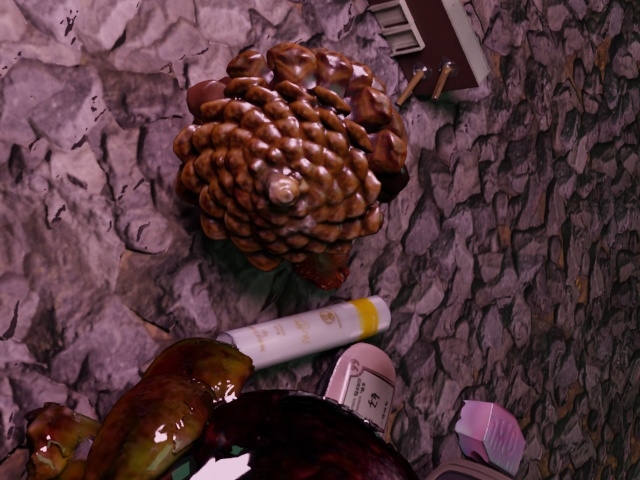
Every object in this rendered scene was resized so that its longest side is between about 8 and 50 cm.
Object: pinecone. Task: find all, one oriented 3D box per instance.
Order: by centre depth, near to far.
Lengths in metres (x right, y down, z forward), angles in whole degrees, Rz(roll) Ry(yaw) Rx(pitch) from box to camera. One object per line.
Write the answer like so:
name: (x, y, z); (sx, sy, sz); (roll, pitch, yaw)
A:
pinecone: (-0.019, -0.097, 0.790); (0.264, 0.264, 0.264); (-3, 94, -42)

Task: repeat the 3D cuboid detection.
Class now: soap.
soap: (0.296, 0.338, 1.225); (0.149, 0.056, 0.100); (40, 64, -37)

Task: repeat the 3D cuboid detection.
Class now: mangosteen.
mangosteen: (-0.088, 0.310, 0.690); (0.381, 0.421, 0.381); (-49, 162, -21)

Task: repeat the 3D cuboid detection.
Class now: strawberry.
strawberry: (0.002, 0.000, 0.941); (0.104, 0.048, 0.152); (-47, 125, -35)

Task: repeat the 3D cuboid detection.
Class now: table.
table: (0.122, -0.300, 0.983); (0.111, 0.121, 0.240); (-50, 123, -28)

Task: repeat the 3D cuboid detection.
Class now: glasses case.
glasses case: (0.020, 0.291, 0.953); (0.122, 0.075, 0.314); (37, 68, -41)

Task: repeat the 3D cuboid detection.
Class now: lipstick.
lipstick: (-0.016, 0.121, 0.923); (0.264, 0.059, 0.059); (-9, 98, -41)

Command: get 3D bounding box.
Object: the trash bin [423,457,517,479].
trash bin: (0.285, 0.462, 1.121); (0.290, 0.209, 0.182); (27, 81, -46)
